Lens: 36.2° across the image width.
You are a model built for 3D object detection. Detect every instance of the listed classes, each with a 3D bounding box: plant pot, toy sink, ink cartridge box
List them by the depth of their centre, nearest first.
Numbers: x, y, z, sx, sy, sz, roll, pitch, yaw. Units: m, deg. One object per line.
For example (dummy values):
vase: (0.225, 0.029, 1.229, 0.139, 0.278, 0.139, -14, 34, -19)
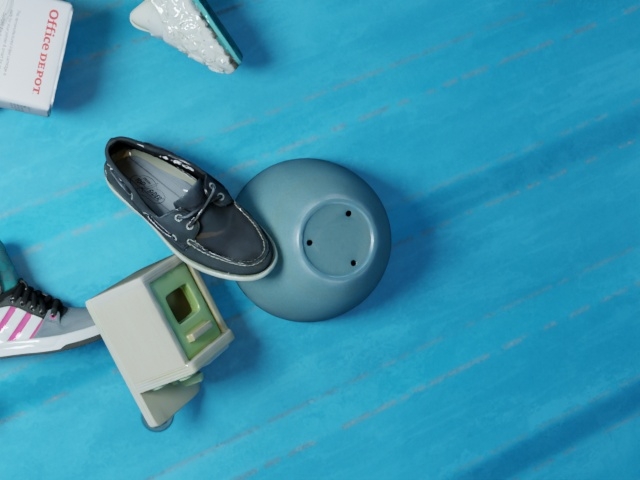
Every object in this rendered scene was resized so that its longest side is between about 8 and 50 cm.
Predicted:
ink cartridge box: (-0.512, -0.299, 1.494, 0.237, 0.100, 0.172, 12, 85, -14)
toy sink: (-0.238, 0.155, 1.570, 0.131, 0.153, 0.234, -22, 97, 27)
plant pot: (0.000, 0.000, 1.643, 0.290, 0.195, 0.290, 0, 90, -16)

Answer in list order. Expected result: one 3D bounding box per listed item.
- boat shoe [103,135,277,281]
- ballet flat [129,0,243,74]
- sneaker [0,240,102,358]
boat shoe: (-0.213, -0.062, 1.546, 0.340, 0.113, 0.127, 39, 71, 20)
ballet flat: (-0.280, -0.432, 1.614, 0.147, 0.147, 0.409, -33, 95, -14)
sneaker: (-0.477, 0.084, 1.546, 0.295, 0.124, 0.178, -6, 101, -15)
